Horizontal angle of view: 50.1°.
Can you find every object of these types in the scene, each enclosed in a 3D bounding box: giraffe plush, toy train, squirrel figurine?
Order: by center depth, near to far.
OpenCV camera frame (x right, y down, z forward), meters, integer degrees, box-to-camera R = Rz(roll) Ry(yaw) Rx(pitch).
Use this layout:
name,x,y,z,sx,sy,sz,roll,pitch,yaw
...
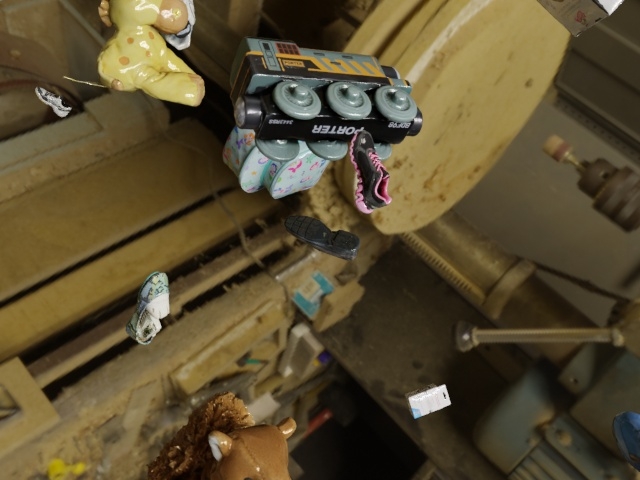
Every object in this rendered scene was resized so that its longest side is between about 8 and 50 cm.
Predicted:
name,x,y,z,sx,sy,sz,roll,pitch,yaw
giraffe plush,-0.262,-0.302,1.011,0.210,0.181,0.171,3,103,-45
toy train,0.008,-0.234,1.121,0.333,0.190,0.142,-3,147,-27
squirrel figurine,-0.198,0.467,1.331,0.280,0.397,0.371,1,124,-34

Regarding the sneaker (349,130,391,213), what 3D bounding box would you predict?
name,x,y,z,sx,sy,sz,roll,pitch,yaw
sneaker,0.077,-0.101,0.983,0.047,0.120,0.057,-9,-179,-43

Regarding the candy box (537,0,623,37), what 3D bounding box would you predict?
name,x,y,z,sx,sy,sz,roll,pitch,yaw
candy box,0.341,-0.395,0.976,0.070,0.196,0.165,-46,-179,7

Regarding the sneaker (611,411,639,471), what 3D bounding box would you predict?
name,x,y,z,sx,sy,sz,roll,pitch,yaw
sneaker,0.457,0.290,0.892,0.069,0.209,0.082,-16,125,-4

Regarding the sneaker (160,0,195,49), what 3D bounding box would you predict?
name,x,y,z,sx,sy,sz,roll,pitch,yaw
sneaker,-0.286,-0.462,1.364,0.085,0.086,0.237,-29,174,-11

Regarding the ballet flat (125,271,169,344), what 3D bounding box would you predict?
name,x,y,z,sx,sy,sz,roll,pitch,yaw
ballet flat,-0.320,0.136,1.313,0.070,0.070,0.188,-25,156,-42

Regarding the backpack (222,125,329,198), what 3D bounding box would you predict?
name,x,y,z,sx,sy,sz,roll,pitch,yaw
backpack,-0.100,-0.218,1.658,0.253,0.191,0.225,-14,153,-34

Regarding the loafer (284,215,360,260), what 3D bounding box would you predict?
name,x,y,z,sx,sy,sz,roll,pitch,yaw
loafer,0.000,0.000,1.444,0.062,0.170,0.061,-56,163,-33

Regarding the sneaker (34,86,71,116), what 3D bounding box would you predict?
name,x,y,z,sx,sy,sz,roll,pitch,yaw
sneaker,-0.578,-0.308,1.487,0.037,0.032,0.083,-32,128,20

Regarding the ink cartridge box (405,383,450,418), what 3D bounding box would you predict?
name,x,y,z,sx,sy,sz,roll,pitch,yaw
ink cartridge box,0.225,0.334,1.441,0.083,0.048,0.028,-18,-172,-8
